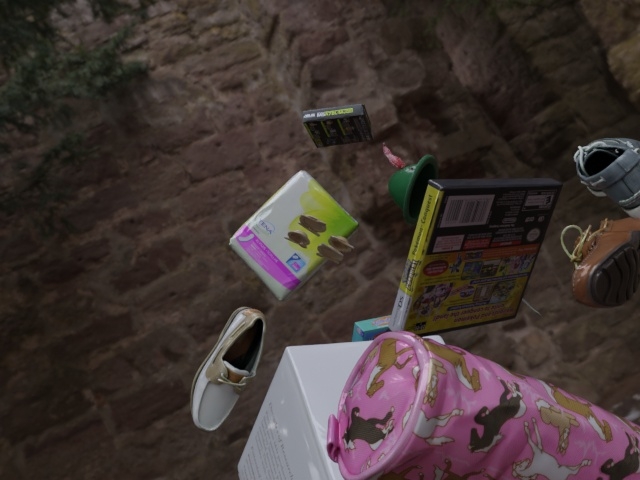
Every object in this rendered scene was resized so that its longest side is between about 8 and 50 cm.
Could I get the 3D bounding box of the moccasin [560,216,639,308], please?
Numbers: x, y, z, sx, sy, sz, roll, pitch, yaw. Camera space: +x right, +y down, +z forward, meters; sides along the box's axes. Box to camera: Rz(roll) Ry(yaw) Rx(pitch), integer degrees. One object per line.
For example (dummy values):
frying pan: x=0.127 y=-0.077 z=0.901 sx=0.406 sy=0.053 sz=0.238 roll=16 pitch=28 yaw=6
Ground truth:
moccasin: x=0.570 y=0.031 z=1.431 sx=0.146 sy=0.139 sz=0.380 roll=5 pitch=26 yaw=34

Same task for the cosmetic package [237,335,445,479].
cosmetic package: x=0.079 y=0.425 z=1.268 sx=0.329 sy=0.327 sz=0.394 roll=0 pitch=-47 yaw=-25

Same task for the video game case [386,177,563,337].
video game case: x=0.240 y=0.025 z=1.090 sx=0.274 sy=0.035 sz=0.248 roll=-4 pitch=-63 yaw=-36

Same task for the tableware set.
tableware set: x=0.000 y=0.000 z=1.567 sx=0.020 sy=0.141 sz=0.169 roll=-64 pitch=7 yaw=-24

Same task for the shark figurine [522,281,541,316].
shark figurine: x=0.437 y=0.081 z=1.611 sx=0.116 sy=0.166 sz=0.278 roll=-54 pitch=3 yaw=-4

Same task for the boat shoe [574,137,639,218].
boat shoe: x=0.474 y=-0.130 z=1.154 sx=0.116 sy=0.099 sz=0.319 roll=-47 pitch=8 yaw=18

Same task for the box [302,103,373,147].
box: x=0.056 y=-0.342 z=2.121 sx=0.184 sy=0.045 sz=0.191 roll=-4 pitch=-16 yaw=13

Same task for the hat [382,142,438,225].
hat: x=0.170 y=-0.143 z=1.703 sx=0.208 sy=0.183 sz=0.173 roll=1 pitch=-73 yaw=-63

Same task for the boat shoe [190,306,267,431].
boat shoe: x=-0.210 y=0.297 z=1.619 sx=0.103 sy=0.113 sz=0.302 roll=-1 pitch=68 yaw=67

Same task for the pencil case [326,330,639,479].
pencil case: x=0.198 y=0.222 z=0.738 sx=0.167 sy=0.386 sz=0.160 roll=-67 pitch=21 yaw=-7

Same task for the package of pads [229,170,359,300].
package of pads: x=-0.075 y=-0.016 z=1.914 sx=0.296 sy=0.229 sz=0.101 roll=-43 pitch=-11 yaw=-2

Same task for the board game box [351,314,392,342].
board game box: x=0.149 y=0.292 z=1.784 sx=0.160 sy=0.047 sz=0.210 roll=-7 pitch=-61 yaw=-29
